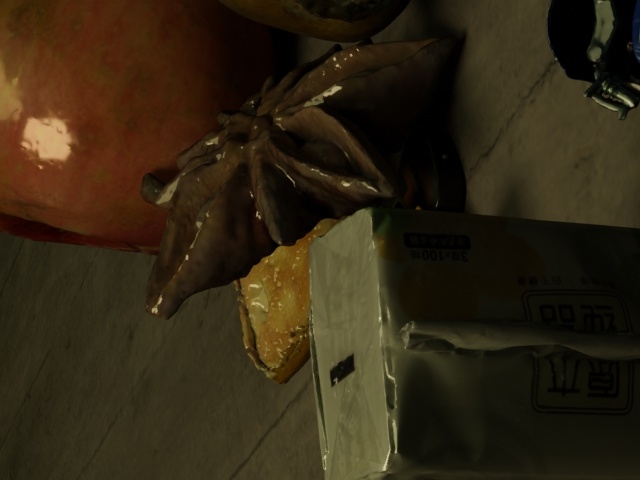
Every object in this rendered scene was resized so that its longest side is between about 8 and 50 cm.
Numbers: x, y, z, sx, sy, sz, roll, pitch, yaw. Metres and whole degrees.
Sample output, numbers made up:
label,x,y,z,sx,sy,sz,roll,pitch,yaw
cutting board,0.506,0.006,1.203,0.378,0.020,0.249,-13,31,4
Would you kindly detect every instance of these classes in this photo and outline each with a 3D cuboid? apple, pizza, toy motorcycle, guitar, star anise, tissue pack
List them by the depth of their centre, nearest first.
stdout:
label,x,y,z,sx,sy,sz,roll,pitch,yaw
toy motorcycle,0.221,-0.105,0.851,0.315,0.169,0.113,-174,88,-69
tissue pack,0.126,0.061,0.979,0.145,0.229,0.159,141,129,-60
star anise,-0.029,-0.062,1.392,0.349,0.109,0.292,-29,19,23
guitar,0.060,0.005,1.416,0.233,0.025,0.088,117,149,-46
pizza,-0.005,-0.002,1.511,0.204,0.080,0.188,-53,41,39
apple,-0.216,-0.158,1.696,0.364,0.364,0.364,-177,90,-68

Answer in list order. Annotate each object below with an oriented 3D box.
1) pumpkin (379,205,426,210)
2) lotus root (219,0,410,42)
label,x,y,z,sx,sy,sz,roll,pitch,yaw
pumpkin,0.070,0.043,1.278,0.119,0.108,0.183,-62,14,-2
lotus root,-0.024,-0.298,1.394,0.346,0.250,0.250,-122,41,-53
